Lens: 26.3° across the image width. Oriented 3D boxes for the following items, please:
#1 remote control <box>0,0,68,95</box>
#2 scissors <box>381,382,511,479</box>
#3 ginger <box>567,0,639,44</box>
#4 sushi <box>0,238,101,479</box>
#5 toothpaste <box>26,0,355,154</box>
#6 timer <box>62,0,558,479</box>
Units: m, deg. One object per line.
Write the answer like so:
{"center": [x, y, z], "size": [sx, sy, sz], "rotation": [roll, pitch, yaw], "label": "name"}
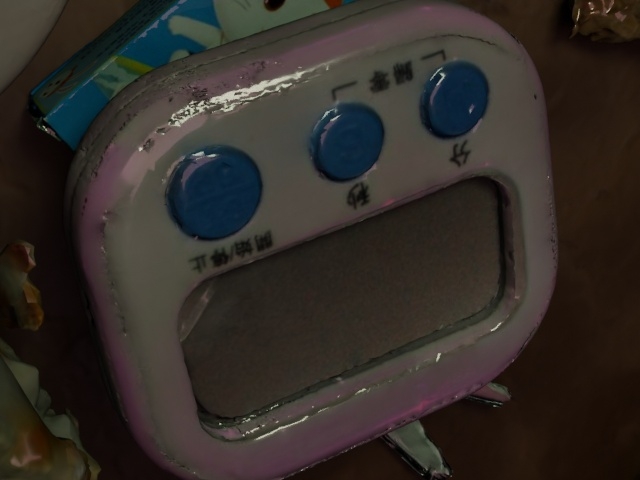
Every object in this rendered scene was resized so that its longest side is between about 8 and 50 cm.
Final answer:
{"center": [-0.159, -0.165, 0.356], "size": [0.221, 0.103, 0.332], "rotation": [8, 109, -15], "label": "remote control"}
{"center": [0.008, 0.052, 0.658], "size": [0.187, 0.020, 0.133], "rotation": [34, 94, -21], "label": "scissors"}
{"center": [0.177, -0.230, 0.617], "size": [0.122, 0.084, 0.290], "rotation": [7, 107, 3], "label": "ginger"}
{"center": [-0.265, 0.131, 0.506], "size": [0.417, 0.176, 0.417], "rotation": [-4, 102, -18], "label": "sushi"}
{"center": [-0.006, -0.121, 0.592], "size": [0.267, 0.050, 0.065], "rotation": [-42, 113, -4], "label": "toothpaste"}
{"center": [0.000, 0.000, 0.577], "size": [0.208, 0.069, 0.190], "rotation": [-21, 122, -19], "label": "timer"}
